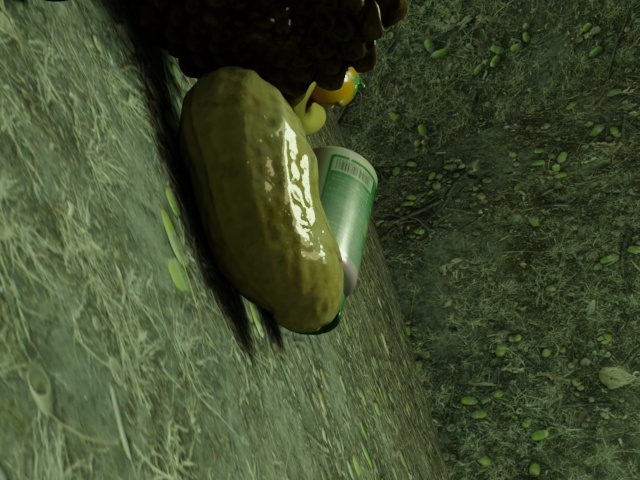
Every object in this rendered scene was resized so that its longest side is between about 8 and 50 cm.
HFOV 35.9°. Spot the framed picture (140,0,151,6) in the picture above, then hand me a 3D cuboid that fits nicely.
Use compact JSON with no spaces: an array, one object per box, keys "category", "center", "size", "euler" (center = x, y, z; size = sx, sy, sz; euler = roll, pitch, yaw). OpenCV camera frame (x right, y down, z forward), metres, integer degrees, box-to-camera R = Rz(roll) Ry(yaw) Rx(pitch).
[{"category":"framed picture","center":[-0.223,-0.468,1.328],"size":[0.189,0.023,0.260],"euler":[62,38,-45]}]

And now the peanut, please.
[{"category":"peanut","center":[-0.076,-0.050,1.212],"size":[0.174,0.158,0.340],"euler":[36,40,-75]}]

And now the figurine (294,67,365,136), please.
[{"category":"figurine","center":[-0.030,-0.296,1.943],"size":[0.324,0.222,0.124],"euler":[42,26,-73]}]

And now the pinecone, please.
[{"category":"pinecone","center":[-0.064,-0.388,1.271],"size":[0.384,0.384,0.384],"euler":[-21,90,-83]}]

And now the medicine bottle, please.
[{"category":"medicine bottle","center":[0.000,0.000,1.446],"size":[0.133,0.133,0.274],"euler":[63,31,-43]}]

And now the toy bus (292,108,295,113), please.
[{"category":"toy bus","center":[-0.102,-0.196,1.527],"size":[0.121,0.120,0.265],"euler":[60,11,-46]}]
